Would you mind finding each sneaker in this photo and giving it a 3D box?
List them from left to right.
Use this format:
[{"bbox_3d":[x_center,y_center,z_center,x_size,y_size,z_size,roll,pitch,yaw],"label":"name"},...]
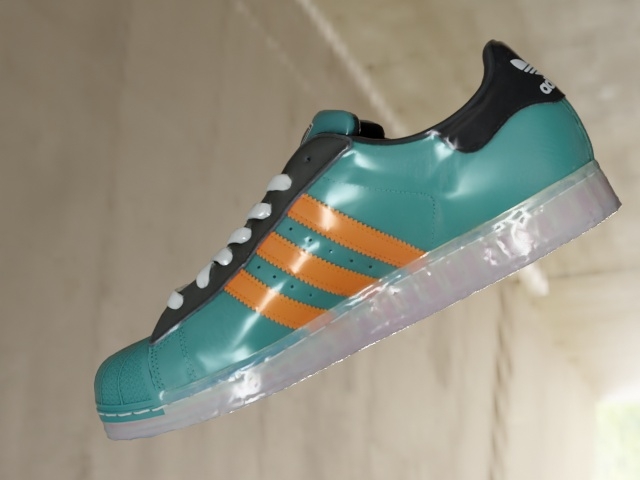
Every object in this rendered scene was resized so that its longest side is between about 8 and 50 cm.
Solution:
[{"bbox_3d":[0.000,0.000,1.036,0.121,0.302,0.108,62,-173,-1],"label":"sneaker"}]
